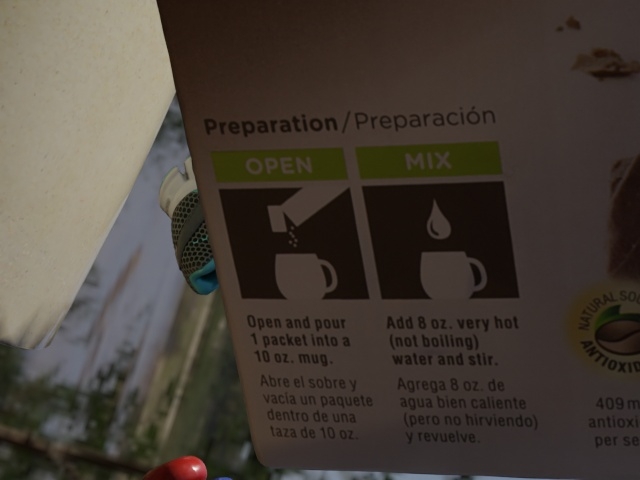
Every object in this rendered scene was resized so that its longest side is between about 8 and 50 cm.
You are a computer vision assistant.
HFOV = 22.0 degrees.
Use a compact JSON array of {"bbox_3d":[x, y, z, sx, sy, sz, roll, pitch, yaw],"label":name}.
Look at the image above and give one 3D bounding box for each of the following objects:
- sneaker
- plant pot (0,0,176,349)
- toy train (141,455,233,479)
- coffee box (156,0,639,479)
[{"bbox_3d":[0.000,0.000,0.852,0.065,0.166,0.076,91,-5,-51],"label":"sneaker"},{"bbox_3d":[-0.146,-0.135,0.741,0.274,0.256,0.256,-53,-177,1],"label":"plant pot"},{"bbox_3d":[-0.167,0.219,0.970,0.105,0.248,0.143,66,14,13],"label":"toy train"},{"bbox_3d":[0.037,-0.114,0.381,0.168,0.119,0.297,-56,140,-57],"label":"coffee box"}]
